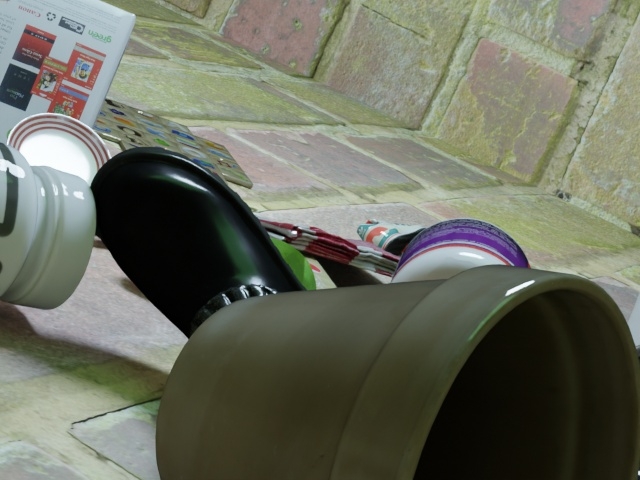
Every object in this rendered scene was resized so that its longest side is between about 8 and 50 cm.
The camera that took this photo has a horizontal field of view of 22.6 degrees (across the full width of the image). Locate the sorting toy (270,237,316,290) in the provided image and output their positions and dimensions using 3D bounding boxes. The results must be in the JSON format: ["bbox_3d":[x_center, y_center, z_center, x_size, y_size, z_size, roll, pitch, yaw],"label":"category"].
[{"bbox_3d":[-0.041,0.086,1.810,0.366,0.127,0.126,24,-17,14],"label":"sorting toy"}]

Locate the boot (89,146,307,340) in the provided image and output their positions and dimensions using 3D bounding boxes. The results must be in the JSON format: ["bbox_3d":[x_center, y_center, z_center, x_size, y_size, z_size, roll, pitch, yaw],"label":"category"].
[{"bbox_3d":[-0.090,0.065,1.463,0.348,0.131,0.260,45,11,-5],"label":"boot"}]

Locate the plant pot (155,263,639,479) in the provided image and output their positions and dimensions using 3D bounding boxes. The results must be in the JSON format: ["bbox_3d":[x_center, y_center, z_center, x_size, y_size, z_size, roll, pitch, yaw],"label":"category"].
[{"bbox_3d":[0.039,0.161,1.190,0.280,0.323,0.323,11,2,38],"label":"plant pot"}]

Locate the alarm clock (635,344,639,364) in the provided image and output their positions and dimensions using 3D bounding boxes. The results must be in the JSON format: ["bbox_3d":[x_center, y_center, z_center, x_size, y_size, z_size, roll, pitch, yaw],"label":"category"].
[{"bbox_3d":[0.437,0.211,2.038,0.064,0.129,0.192,4,49,-52],"label":"alarm clock"}]

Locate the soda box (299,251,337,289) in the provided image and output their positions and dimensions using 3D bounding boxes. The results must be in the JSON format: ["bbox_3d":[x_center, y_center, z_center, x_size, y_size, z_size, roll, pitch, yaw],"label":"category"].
[{"bbox_3d":[-0.022,0.065,1.952,0.061,0.058,0.181,19,12,-20],"label":"soda box"}]

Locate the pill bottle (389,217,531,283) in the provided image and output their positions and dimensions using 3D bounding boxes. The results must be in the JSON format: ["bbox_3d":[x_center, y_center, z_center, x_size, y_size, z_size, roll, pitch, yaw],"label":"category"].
[{"bbox_3d":[0.174,0.073,1.982,0.181,0.181,0.323,24,13,3],"label":"pill bottle"}]

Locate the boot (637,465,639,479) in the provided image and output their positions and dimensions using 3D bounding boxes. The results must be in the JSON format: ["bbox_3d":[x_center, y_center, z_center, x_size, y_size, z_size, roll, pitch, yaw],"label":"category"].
[{"bbox_3d":[0.417,0.275,1.769,0.246,0.094,0.207,9,22,-30],"label":"boot"}]

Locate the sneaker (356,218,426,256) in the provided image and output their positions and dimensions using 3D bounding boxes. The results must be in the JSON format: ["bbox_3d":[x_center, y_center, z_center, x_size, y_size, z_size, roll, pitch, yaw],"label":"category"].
[{"bbox_3d":[0.111,-0.012,2.521,0.075,0.057,0.161,34,18,19],"label":"sneaker"}]

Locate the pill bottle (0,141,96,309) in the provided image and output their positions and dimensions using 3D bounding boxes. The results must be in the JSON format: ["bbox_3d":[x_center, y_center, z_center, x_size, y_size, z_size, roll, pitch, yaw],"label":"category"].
[{"bbox_3d":[-0.363,-0.026,1.476,0.283,0.161,0.161,15,15,-36],"label":"pill bottle"}]

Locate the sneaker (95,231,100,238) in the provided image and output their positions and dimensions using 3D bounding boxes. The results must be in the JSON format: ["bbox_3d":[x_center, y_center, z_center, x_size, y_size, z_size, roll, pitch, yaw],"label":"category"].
[{"bbox_3d":[-0.199,-0.009,1.929,0.170,0.063,0.075,19,6,-42],"label":"sneaker"}]

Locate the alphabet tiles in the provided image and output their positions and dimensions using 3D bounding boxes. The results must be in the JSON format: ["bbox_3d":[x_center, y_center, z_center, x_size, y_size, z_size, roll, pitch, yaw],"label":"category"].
[{"bbox_3d":[-0.263,-0.164,2.603,0.285,0.011,0.342,18,13,-21],"label":"alphabet tiles"}]

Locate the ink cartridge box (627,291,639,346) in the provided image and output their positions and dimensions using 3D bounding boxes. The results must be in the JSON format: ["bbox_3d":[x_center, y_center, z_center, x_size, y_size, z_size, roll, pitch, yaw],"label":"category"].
[{"bbox_3d":[0.591,0.168,2.258,0.270,0.197,0.198,19,4,-17],"label":"ink cartridge box"}]

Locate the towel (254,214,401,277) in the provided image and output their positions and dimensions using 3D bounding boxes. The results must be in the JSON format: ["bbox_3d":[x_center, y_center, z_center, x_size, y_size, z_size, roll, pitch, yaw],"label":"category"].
[{"bbox_3d":[0.000,0.000,2.179,0.329,0.037,0.237,17,1,-43],"label":"towel"}]

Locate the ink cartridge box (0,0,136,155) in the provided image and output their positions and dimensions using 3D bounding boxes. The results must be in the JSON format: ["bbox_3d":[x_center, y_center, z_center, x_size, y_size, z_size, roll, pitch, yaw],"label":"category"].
[{"bbox_3d":[-0.441,-0.221,2.129,0.309,0.271,0.130,22,-18,-7],"label":"ink cartridge box"}]

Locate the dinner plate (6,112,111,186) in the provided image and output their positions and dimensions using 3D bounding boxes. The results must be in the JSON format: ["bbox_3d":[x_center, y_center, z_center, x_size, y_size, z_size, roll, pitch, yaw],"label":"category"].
[{"bbox_3d":[-0.331,-0.099,2.032,0.141,0.017,0.141,14,53,-20],"label":"dinner plate"}]
